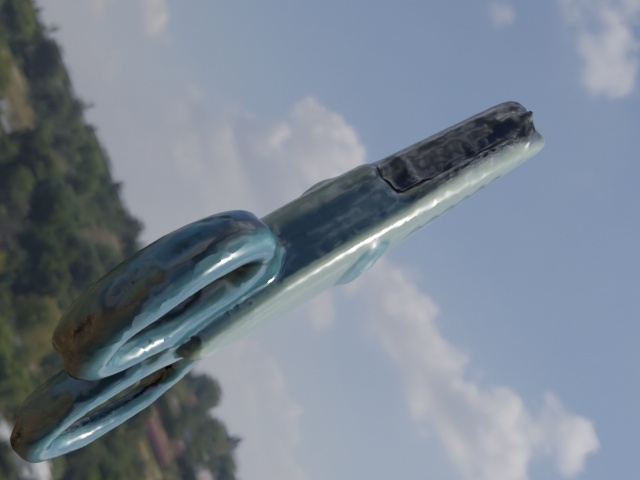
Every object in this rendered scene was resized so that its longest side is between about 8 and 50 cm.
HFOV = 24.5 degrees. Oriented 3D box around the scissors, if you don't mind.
[{"bbox_3d":[0.000,0.000,0.603,0.041,0.289,0.138,48,-40,14],"label":"scissors"}]
